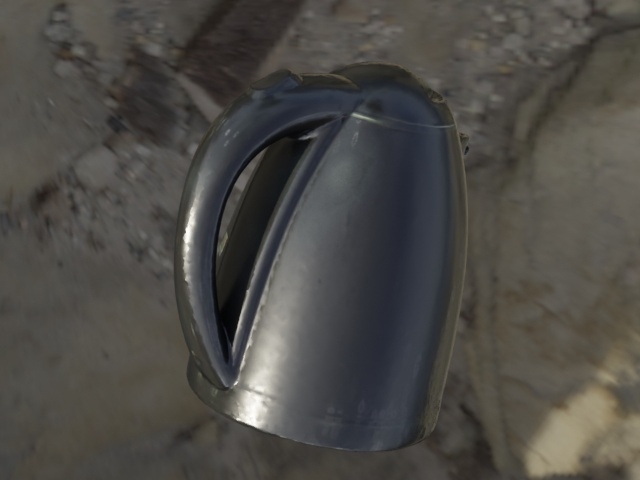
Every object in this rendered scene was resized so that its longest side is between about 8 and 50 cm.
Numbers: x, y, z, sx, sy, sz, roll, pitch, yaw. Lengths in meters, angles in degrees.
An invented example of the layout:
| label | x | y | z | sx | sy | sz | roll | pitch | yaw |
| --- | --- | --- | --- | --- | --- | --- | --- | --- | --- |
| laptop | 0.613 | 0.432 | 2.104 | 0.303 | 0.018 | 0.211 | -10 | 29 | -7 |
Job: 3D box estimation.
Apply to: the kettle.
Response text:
| label | x | y | z | sx | sy | sz | roll | pitch | yaw |
| --- | --- | --- | --- | --- | --- | --- | --- | --- | --- |
| kettle | 0.000 | 0.000 | 1.524 | 0.268 | 0.207 | 0.290 | 0 | 111 | -39 |
